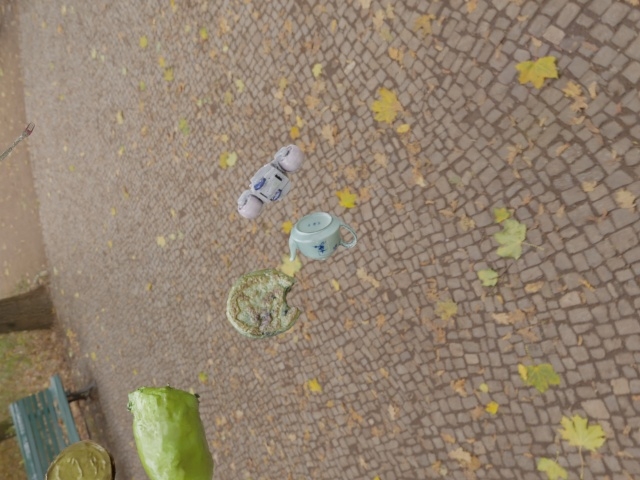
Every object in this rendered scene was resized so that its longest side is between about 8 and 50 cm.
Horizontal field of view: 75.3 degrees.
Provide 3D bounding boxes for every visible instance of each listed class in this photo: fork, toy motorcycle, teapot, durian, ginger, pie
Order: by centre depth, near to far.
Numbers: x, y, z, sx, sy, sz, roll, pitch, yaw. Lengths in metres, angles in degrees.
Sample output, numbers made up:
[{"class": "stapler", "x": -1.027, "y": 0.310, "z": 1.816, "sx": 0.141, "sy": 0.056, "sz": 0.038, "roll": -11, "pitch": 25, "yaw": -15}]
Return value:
[{"class": "ginger", "x": -0.485, "y": 0.547, "z": 0.816, "sx": 0.276, "sy": 0.130, "sz": 0.221, "roll": -135, "pitch": 54, "yaw": -68}, {"class": "fork", "x": -0.678, "y": -0.219, "z": 0.926, "sx": 0.012, "sy": 0.016, "sz": 0.115, "roll": 24, "pitch": 72, "yaw": 33}, {"class": "toy motorcycle", "x": -0.144, "y": -0.170, "z": 1.173, "sx": 0.254, "sy": 0.112, "sz": 0.112, "roll": -47, "pitch": 65, "yaw": 14}, {"class": "durian", "x": -0.431, "y": 0.603, "z": 1.254, "sx": 0.204, "sy": 0.256, "sz": 0.340, "roll": -31, "pitch": 57, "yaw": 0}, {"class": "teapot", "x": 0.000, "y": 0.000, "z": 1.319, "sx": 0.232, "sy": 0.159, "sz": 0.159, "roll": -12, "pitch": 89, "yaw": 7}, {"class": "pie", "x": -0.223, "y": 0.242, "z": 1.620, "sx": 0.302, "sy": 0.302, "sz": 0.067, "roll": 55, "pitch": 169, "yaw": 21}]
